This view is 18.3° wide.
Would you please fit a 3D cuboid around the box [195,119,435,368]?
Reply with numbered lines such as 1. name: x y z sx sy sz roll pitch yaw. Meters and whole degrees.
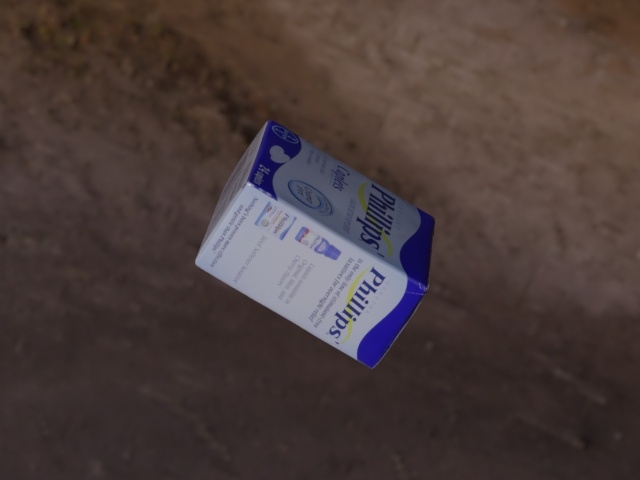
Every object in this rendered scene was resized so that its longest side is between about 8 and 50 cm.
1. box: 0.000 0.000 1.304 0.137 0.072 0.126 31 22 -7
